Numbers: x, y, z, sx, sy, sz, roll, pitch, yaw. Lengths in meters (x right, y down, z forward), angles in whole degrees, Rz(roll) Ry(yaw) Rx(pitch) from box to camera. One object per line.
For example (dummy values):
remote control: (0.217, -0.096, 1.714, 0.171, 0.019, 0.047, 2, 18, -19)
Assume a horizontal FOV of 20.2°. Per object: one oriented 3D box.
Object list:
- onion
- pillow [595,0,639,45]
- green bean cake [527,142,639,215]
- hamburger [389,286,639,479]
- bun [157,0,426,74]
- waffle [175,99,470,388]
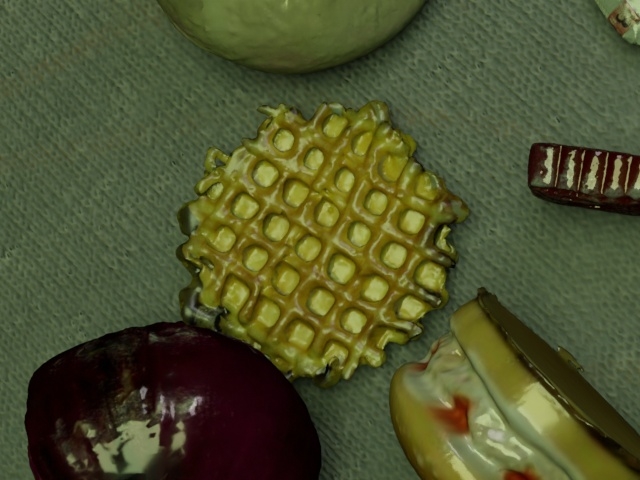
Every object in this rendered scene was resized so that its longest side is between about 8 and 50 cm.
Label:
onion: (-0.127, 0.226, 1.765, 0.260, 0.282, 0.336, -21, 116, 0)
pillow: (0.371, -0.307, 1.815, 0.229, 0.051, 0.128, -38, 70, 6)
green bean cake: (0.274, -0.059, 1.771, 0.136, 0.135, 0.056, 9, 91, 15)
hamburger: (0.199, 0.209, 1.720, 0.303, 0.261, 0.186, 36, 102, -27)
bun: (-0.035, -0.357, 1.833, 0.361, 0.213, 0.361, -1, 85, 11)
waffle: (-0.010, 0.005, 1.870, 0.329, 0.062, 0.329, -1, 86, 14)
